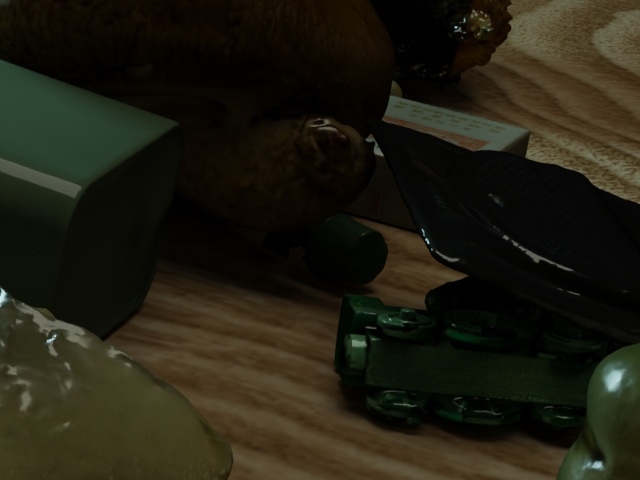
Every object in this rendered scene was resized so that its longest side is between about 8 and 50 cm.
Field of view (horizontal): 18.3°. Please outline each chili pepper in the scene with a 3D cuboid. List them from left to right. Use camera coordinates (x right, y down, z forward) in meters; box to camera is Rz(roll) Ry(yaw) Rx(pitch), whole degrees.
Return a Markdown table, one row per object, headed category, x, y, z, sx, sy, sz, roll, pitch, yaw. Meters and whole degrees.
| category | x | y | z | sx | sy | sz | roll | pitch | yaw |
| --- | --- | --- | --- | --- | --- | --- | --- | --- | --- |
| chili pepper | 0.162 | 0.047 | 1.376 | 0.216 | 0.062 | 0.108 | -6 | 23 | -35 |

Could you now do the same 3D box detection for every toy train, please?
| category | x | y | z | sx | sy | sz | roll | pitch | yaw |
| --- | --- | --- | --- | --- | --- | --- | --- | --- | --- |
| toy train | 0.096 | 0.075 | 1.245 | 0.178 | 0.071 | 0.104 | 6 | 9 | -8 |

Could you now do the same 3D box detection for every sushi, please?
| category | x | y | z | sx | sy | sz | roll | pitch | yaw |
| --- | --- | --- | --- | --- | --- | --- | --- | --- | --- |
| sushi | 0.110 | -0.283 | 2.101 | 0.207 | 0.234 | 0.348 | 14 | 41 | 4 |

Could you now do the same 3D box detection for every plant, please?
| category | x | y | z | sx | sy | sz | roll | pitch | yaw |
| --- | --- | --- | --- | --- | --- | --- | --- | --- | --- |
| plant | 0.000 | 0.000 | 1.454 | 0.102 | 0.051 | 0.051 | 19 | 19 | 41 |

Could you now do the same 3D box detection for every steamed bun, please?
| category | x | y | z | sx | sy | sz | roll | pitch | yaw |
| --- | --- | --- | --- | --- | --- | --- | --- | --- | --- |
| steamed bun | -0.189 | 0.074 | 1.034 | 0.231 | 0.110 | 0.212 | 0 | 20 | -35 |

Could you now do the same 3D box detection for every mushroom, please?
| category | x | y | z | sx | sy | sz | roll | pitch | yaw |
| --- | --- | --- | --- | --- | --- | --- | --- | --- | --- |
| mushroom | -0.111 | -0.130 | 1.470 | 0.345 | 0.345 | 0.239 | 15 | 61 | 16 |

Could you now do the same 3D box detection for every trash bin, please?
| category | x | y | z | sx | sy | sz | roll | pitch | yaw |
| --- | --- | --- | --- | --- | --- | --- | --- | --- | --- |
| trash bin | -0.285 | -0.039 | 1.263 | 0.343 | 0.158 | 0.223 | 18 | 20 | 9 |

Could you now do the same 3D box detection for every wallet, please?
| category | x | y | z | sx | sy | sz | roll | pitch | yaw |
| --- | --- | --- | --- | --- | --- | --- | --- | --- | --- |
| wallet | 0.188 | 0.010 | 1.318 | 0.323 | 0.041 | 0.247 | 22 | 22 | -20 |

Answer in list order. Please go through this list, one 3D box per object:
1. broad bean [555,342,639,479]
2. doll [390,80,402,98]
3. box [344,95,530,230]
| category | x | y | z | sx | sy | sz | roll | pitch | yaw |
| --- | --- | --- | --- | --- | --- | --- | --- | --- | --- |
| broad bean | 0.249 | 0.140 | 1.085 | 0.263 | 0.121 | 0.189 | 21 | 10 | -14 |
| doll | 0.083 | -0.122 | 1.867 | 0.093 | 0.051 | 0.061 | 11 | 11 | 1 |
| box | 0.084 | -0.065 | 1.679 | 0.141 | 0.058 | 0.201 | 16 | 20 | 19 |
